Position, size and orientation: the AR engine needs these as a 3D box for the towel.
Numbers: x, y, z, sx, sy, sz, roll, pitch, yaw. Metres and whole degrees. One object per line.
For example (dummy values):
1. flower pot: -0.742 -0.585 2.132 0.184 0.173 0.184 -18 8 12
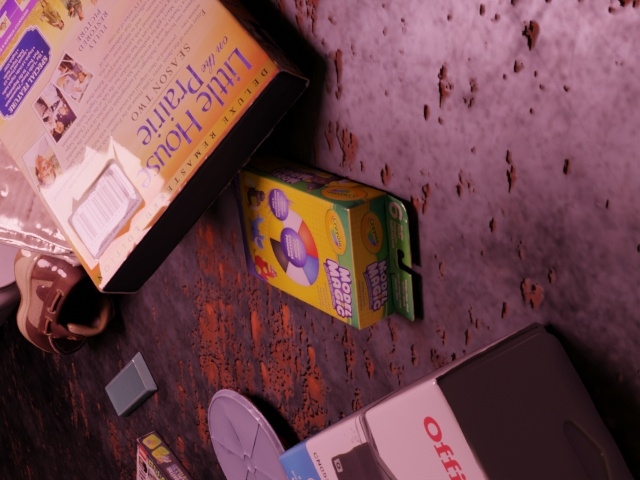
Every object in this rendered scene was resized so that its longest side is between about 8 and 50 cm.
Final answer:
1. towel: -0.301 -0.119 1.163 0.187 0.049 0.282 13 80 22

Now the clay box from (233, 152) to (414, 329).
1. clay box: 0.000 0.000 0.973 0.222 0.053 0.127 23 127 49

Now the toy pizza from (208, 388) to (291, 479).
1. toy pizza: -0.080 0.282 1.276 0.201 0.032 0.201 35 136 41

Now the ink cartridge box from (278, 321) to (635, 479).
1. ink cartridge box: 0.118 0.233 0.867 0.223 0.129 0.307 63 147 9

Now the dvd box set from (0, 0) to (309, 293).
1. dvd box set: -0.233 -0.197 1.058 0.307 0.062 0.420 -49 64 20

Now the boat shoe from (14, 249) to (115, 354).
1. boat shoe: -0.388 0.109 1.536 0.123 0.123 0.342 39 149 14

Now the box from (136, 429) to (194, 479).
1. box: -0.223 0.411 1.557 0.207 0.036 0.114 43 140 33

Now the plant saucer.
1. plant saucer: -0.311 0.239 1.602 0.067 0.018 0.192 62 146 9

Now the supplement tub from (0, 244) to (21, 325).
1. supplement tub: -0.625 0.039 1.745 0.316 0.228 0.228 -36 79 57
